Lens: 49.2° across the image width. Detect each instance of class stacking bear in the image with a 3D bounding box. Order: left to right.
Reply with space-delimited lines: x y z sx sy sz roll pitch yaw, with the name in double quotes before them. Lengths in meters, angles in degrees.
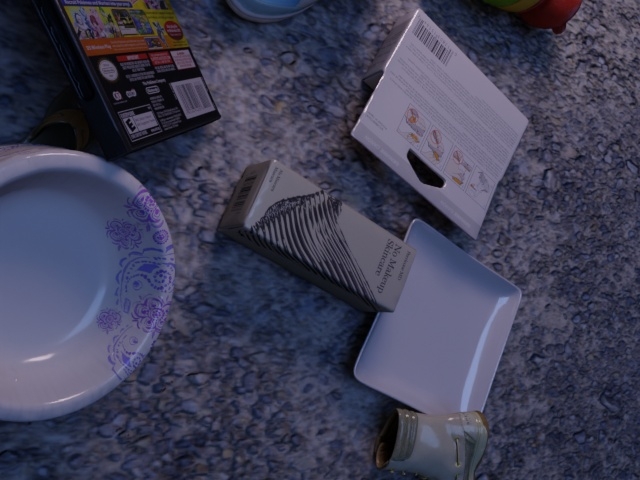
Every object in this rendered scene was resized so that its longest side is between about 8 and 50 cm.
"stacking bear" 0.342 -0.468 1.216 0.289 0.164 0.175 21 77 -34

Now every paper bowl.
"paper bowl" -0.314 0.038 0.755 0.284 0.148 0.284 -16 112 -44

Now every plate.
"plate" 0.192 0.146 1.149 0.277 0.045 0.277 32 72 -27

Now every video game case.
"video game case" -0.226 -0.235 0.817 0.248 0.035 0.275 67 18 -11

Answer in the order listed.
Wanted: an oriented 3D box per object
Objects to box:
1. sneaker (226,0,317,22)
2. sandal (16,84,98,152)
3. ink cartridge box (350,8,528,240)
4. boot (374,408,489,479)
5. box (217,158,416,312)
"sneaker" 0.025 -0.413 0.979 0.319 0.208 0.127 -32 105 -28
"sandal" -0.317 -0.125 0.845 0.072 0.049 0.180 48 65 -21
"ink cartridge box" 0.191 -0.184 1.153 0.296 0.066 0.261 37 69 -24
"boot" 0.161 0.362 1.099 0.165 0.077 0.213 8 104 -19
"box" 0.000 0.000 1.009 0.275 0.094 0.113 29 73 -27
